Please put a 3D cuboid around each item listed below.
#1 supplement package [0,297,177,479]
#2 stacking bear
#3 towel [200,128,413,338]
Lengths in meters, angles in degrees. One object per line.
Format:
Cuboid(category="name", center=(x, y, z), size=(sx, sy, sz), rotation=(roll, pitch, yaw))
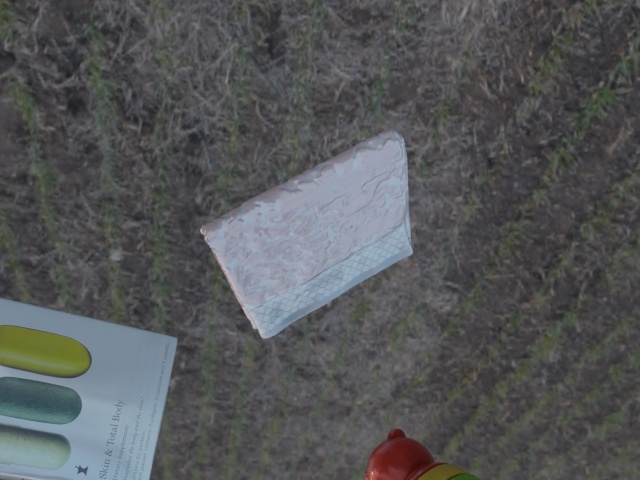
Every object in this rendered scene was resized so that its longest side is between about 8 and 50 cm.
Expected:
Cuboid(category="supplement package", center=(-0.349, 0.203, 0.988), size=(0.263, 0.199, 0.198), rotation=(16, 158, -21))
Cuboid(category="stacking bear", center=(0.184, 0.406, 1.176), size=(0.164, 0.289, 0.175), rotation=(14, 105, -44))
Cuboid(category="towel", center=(0.000, 0.000, 1.266), size=(0.332, 0.053, 0.317), rotation=(-29, 144, -9))
